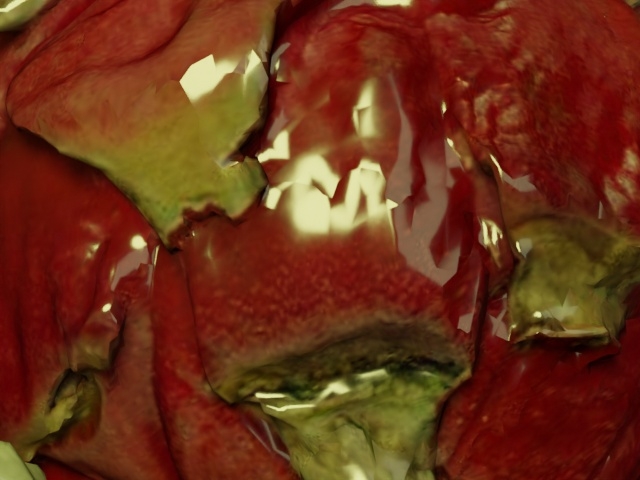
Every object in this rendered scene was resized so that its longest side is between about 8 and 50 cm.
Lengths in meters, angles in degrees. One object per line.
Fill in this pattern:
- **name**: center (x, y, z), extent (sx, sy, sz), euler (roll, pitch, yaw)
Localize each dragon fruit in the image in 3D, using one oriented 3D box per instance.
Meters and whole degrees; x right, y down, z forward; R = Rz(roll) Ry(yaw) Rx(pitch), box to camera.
- **dragon fruit**: center (-0.002, 0.001, 0.564), extent (0.329, 0.329, 0.329), euler (15, 61, -28)

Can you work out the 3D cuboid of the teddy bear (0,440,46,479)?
- **teddy bear**: center (-0.204, 0.143, 0.333), extent (0.327, 0.375, 0.362), euler (-15, 69, 1)
